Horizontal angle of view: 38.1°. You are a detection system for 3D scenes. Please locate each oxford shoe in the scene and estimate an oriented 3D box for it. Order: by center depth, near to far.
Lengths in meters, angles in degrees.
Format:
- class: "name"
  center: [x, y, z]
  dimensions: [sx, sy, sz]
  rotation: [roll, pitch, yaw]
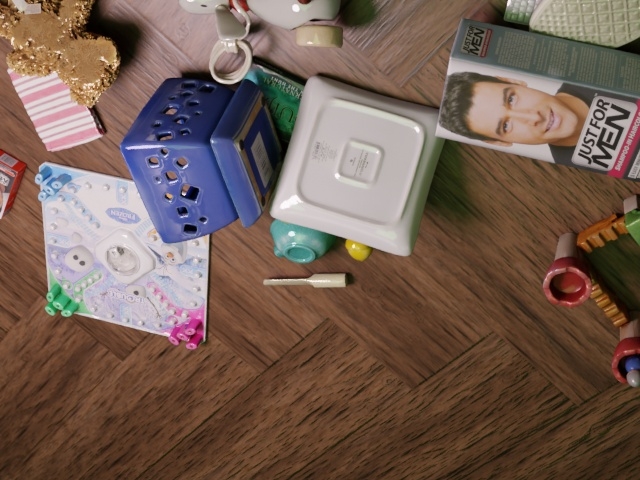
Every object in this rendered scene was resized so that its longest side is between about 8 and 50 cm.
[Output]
- class: "oxford shoe"
  center: [0.499, -0.441, 1.422]
  dimensions: [0.169, 0.130, 0.449]
  rotation: [25, 141, -18]

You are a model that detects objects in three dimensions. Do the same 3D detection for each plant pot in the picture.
- class: "plant pot"
  center: [-0.201, -0.155, 1.717]
  dimensions: [0.212, 0.236, 0.236]
  rotation: [-3, 129, 20]

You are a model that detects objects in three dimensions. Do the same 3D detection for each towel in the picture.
- class: "towel"
  center: [-0.538, -0.284, 1.887]
  dimensions: [0.144, 0.029, 0.197]
  rotation: [-13, 113, 23]

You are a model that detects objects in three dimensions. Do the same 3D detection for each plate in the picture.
- class: "plate"
  center: [0.070, -0.139, 1.683]
  dimensions: [0.278, 0.045, 0.277]
  rotation: [17, 89, 5]

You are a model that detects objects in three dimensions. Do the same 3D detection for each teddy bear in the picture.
- class: "teddy bear"
  center: [-0.516, -0.408, 1.759]
  dimensions: [0.338, 0.113, 0.245]
  rotation: [22, 103, 6]

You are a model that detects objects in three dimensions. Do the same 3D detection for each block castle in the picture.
- class: "block castle"
  center: [0.652, 0.051, 1.612]
  dimensions: [0.453, 0.213, 0.303]
  rotation: [-34, 106, 30]

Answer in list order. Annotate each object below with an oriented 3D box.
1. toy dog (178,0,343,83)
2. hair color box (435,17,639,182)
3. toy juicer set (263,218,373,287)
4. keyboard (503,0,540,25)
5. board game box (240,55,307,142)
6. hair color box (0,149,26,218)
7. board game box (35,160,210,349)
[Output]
- class: "toy dog"
  center: [-0.103, -0.409, 1.579]
  dimensions: [0.333, 0.161, 0.220]
  rotation: [-14, 91, 20]
- class: "hair color box"
  center: [0.394, -0.232, 1.548]
  dimensions: [0.374, 0.113, 0.185]
  rotation: [14, 143, 9]
- class: "toy juicer set"
  center: [0.000, 0.000, 1.864]
  dimensions: [0.209, 0.089, 0.329]
  rotation: [10, 147, -1]
- class: "keyboard"
  center: [0.364, -0.473, 1.502]
  dimensions: [0.072, 0.014, 0.256]
  rotation: [15, 124, 8]
- class: "board game box"
  center: [-0.068, -0.254, 1.759]
  dimensions: [0.186, 0.026, 0.126]
  rotation: [25, 124, 1]
- class: "hair color box"
  center: [-0.700, -0.123, 2.021]
  dimensions: [0.072, 0.043, 0.141]
  rotation: [29, 125, -3]
- class: "board game box"
  center: [-0.437, 0.043, 2.038]
  dimensions: [0.390, 0.050, 0.390]
  rotation: [12, 123, 9]
